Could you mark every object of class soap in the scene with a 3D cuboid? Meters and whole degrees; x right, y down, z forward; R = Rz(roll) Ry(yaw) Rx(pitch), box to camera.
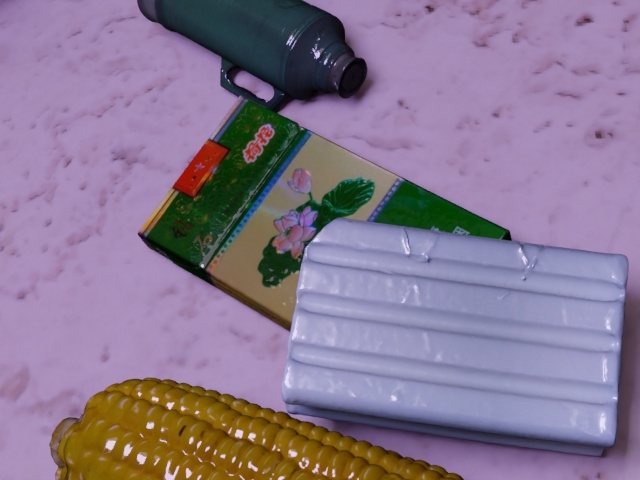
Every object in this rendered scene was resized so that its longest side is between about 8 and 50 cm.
[{"bbox_3d":[0.082,0.059,0.775,0.198,0.066,0.119,8,72,3],"label":"soap"}]

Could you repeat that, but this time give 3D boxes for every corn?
[{"bbox_3d":[-0.001,0.167,0.748,0.363,0.120,0.120,12,68,21],"label":"corn"}]

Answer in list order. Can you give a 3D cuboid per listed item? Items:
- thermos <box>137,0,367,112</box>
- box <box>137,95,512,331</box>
[{"bbox_3d":[-0.050,-0.157,0.949,0.187,0.073,0.083,32,75,27],"label":"thermos"},{"bbox_3d":[0.000,0.000,0.878,0.235,0.034,0.132,29,76,26],"label":"box"}]
